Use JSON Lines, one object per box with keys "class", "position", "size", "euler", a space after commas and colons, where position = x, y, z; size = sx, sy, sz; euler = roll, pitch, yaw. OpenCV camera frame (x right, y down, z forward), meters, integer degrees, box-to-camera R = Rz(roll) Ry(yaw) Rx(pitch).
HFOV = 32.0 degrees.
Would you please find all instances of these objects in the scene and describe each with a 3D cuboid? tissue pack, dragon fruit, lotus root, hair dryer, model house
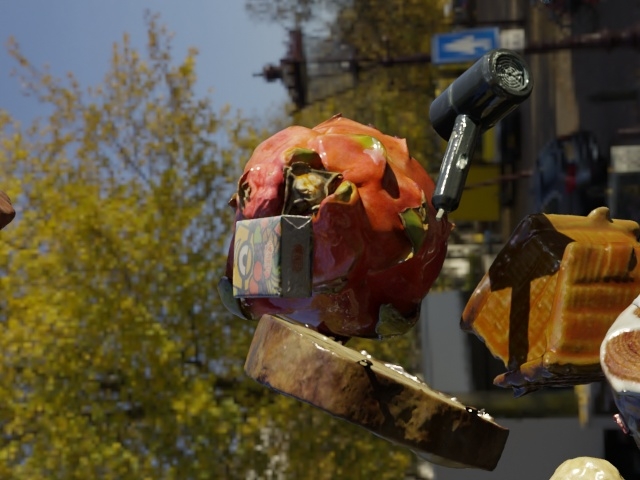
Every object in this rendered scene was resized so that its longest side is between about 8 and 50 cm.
{"class": "tissue pack", "position": [-0.035, 0.014, 0.839], "size": [0.083, 0.035, 0.063], "euler": [-1, 85, 61]}
{"class": "dragon fruit", "position": [0.000, 0.000, 1.402], "size": [0.225, 0.305, 0.306], "euler": [-31, -59, -63]}
{"class": "lotus root", "position": [0.031, 0.138, 1.058], "size": [0.170, 0.260, 0.075], "euler": [29, -96, -49]}
{"class": "hair dryer", "position": [0.165, -0.110, 1.268], "size": [0.124, 0.071, 0.219], "euler": [-40, 24, 56]}
{"class": "model house", "position": [0.311, 0.089, 1.309], "size": [0.229, 0.199, 0.220], "euler": [-113, 39, -56]}

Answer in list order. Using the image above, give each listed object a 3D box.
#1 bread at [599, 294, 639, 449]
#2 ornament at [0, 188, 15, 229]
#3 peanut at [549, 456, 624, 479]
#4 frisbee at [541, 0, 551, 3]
{"class": "bread", "position": [0.282, 0.074, 0.675], "size": [0.142, 0.211, 0.224], "euler": [58, -154, -11]}
{"class": "ornament", "position": [-0.548, -0.064, 1.424], "size": [0.218, 0.221, 0.235], "euler": [57, 164, -25]}
{"class": "peanut", "position": [0.364, 0.431, 1.644], "size": [0.313, 0.152, 0.152], "euler": [103, 173, -47]}
{"class": "frisbee", "position": [0.271, -0.443, 1.551], "size": [0.242, 0.045, 0.242], "euler": [56, -165, -24]}
